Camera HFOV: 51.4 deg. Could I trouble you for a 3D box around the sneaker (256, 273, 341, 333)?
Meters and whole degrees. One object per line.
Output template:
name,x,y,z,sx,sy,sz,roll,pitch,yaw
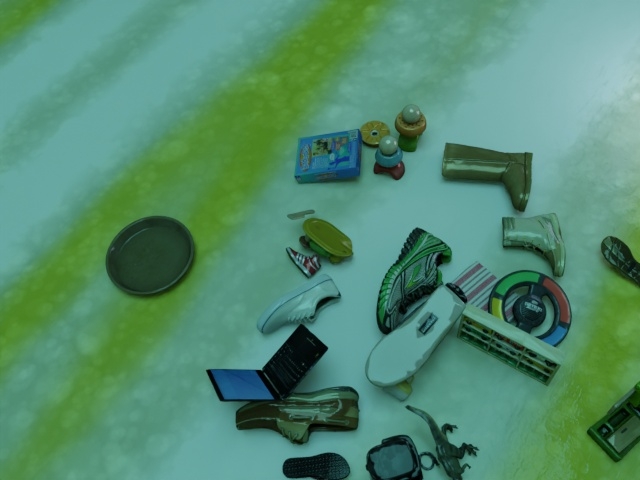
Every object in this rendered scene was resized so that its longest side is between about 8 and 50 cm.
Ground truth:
sneaker,-0.058,0.192,1.876,0.258,0.094,0.091,-34,59,-13

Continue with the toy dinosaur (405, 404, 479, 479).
toy dinosaur,0.317,0.508,1.640,0.118,0.064,0.268,-13,68,-45

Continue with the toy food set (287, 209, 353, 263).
toy food set,0.000,0.000,2.002,0.218,0.071,0.128,40,35,19

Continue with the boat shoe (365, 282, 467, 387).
boat shoe,0.253,0.268,1.762,0.340,0.158,0.127,-40,72,-13

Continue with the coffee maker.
coffee maker,0.194,0.532,1.595,0.171,0.178,0.120,-36,63,-14

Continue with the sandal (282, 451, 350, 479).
sandal,-0.008,0.575,1.681,0.179,0.040,0.067,-7,52,20

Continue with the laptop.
laptop,-0.143,0.309,1.719,0.136,0.234,0.264,43,84,-20

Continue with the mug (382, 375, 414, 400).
mug,0.209,0.383,1.746,0.064,0.078,0.062,39,49,16

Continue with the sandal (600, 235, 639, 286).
sandal,0.859,0.067,1.873,0.072,0.049,0.180,-41,78,-11

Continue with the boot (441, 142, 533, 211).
boot,0.507,-0.195,2.049,0.270,0.089,0.236,8,50,11

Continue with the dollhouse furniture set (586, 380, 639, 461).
dollhouse furniture set,0.805,0.490,1.536,0.151,0.197,0.301,-34,61,-14

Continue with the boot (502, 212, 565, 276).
boot,0.610,0.015,1.913,0.165,0.077,0.213,-2,54,5

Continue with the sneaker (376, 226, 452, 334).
sneaker,0.261,0.118,1.860,0.146,0.134,0.343,24,65,19

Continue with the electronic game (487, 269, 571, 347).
electronic game,0.567,0.191,1.802,0.229,0.048,0.229,1,72,-3

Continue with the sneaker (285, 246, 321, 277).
sneaker,-0.048,0.051,1.988,0.067,0.042,0.118,-38,70,-11

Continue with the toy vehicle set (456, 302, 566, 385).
toy vehicle set,0.487,0.271,1.723,0.267,0.166,0.035,27,66,21

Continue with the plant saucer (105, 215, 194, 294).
plant saucer,-0.521,0.048,2.048,0.278,0.041,0.277,-3,60,5

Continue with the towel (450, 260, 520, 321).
towel,0.460,0.163,1.873,0.144,0.029,0.197,-36,60,-14

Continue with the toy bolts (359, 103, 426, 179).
toy bolts,0.214,-0.332,2.116,0.218,0.158,0.228,13,62,14

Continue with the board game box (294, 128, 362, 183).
board game box,0.026,-0.271,2.145,0.210,0.047,0.160,-5,59,18

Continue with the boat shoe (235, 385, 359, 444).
boat shoe,-0.056,0.458,1.705,0.324,0.122,0.119,-10,62,2
